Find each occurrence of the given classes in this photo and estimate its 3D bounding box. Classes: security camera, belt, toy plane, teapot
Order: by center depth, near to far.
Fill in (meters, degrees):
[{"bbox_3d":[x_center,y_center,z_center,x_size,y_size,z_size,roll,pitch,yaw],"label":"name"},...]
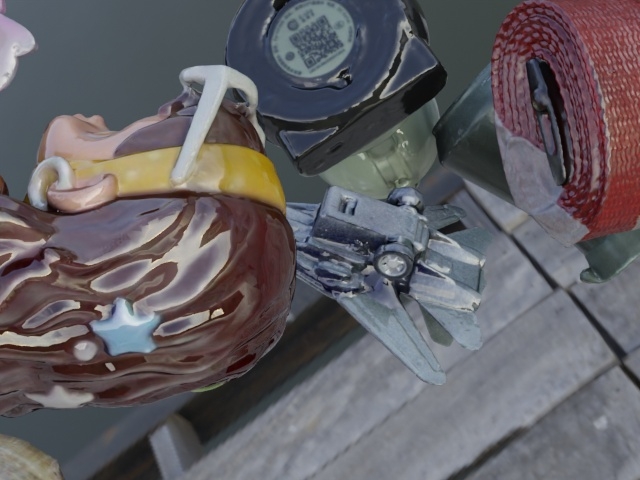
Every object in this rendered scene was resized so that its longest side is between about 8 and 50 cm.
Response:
[{"bbox_3d":[0.004,-0.008,0.869,0.212,0.267,0.088,-73,9,-50],"label":"toy plane"},{"bbox_3d":[0.228,-0.102,0.927,0.128,0.124,0.200,-12,89,60],"label":"belt"},{"bbox_3d":[0.246,-0.091,1.091,0.225,0.171,0.203,44,82,3],"label":"teapot"},{"bbox_3d":[0.032,-0.149,1.152,0.197,0.277,0.191,-35,67,5],"label":"security camera"}]

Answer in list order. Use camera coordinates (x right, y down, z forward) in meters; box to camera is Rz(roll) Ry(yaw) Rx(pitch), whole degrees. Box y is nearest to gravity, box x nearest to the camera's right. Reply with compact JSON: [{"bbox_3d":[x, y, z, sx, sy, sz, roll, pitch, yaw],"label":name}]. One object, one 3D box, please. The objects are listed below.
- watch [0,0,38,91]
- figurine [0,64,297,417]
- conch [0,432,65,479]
[{"bbox_3d":[-0.465,-0.266,1.266,0.249,0.217,0.210,-4,91,5],"label":"watch"},{"bbox_3d":[-0.127,0.000,0.380,0.240,0.174,0.115,4,69,2],"label":"figurine"},{"bbox_3d":[-0.349,0.197,0.814,0.352,0.297,0.210,25,75,5],"label":"conch"}]
